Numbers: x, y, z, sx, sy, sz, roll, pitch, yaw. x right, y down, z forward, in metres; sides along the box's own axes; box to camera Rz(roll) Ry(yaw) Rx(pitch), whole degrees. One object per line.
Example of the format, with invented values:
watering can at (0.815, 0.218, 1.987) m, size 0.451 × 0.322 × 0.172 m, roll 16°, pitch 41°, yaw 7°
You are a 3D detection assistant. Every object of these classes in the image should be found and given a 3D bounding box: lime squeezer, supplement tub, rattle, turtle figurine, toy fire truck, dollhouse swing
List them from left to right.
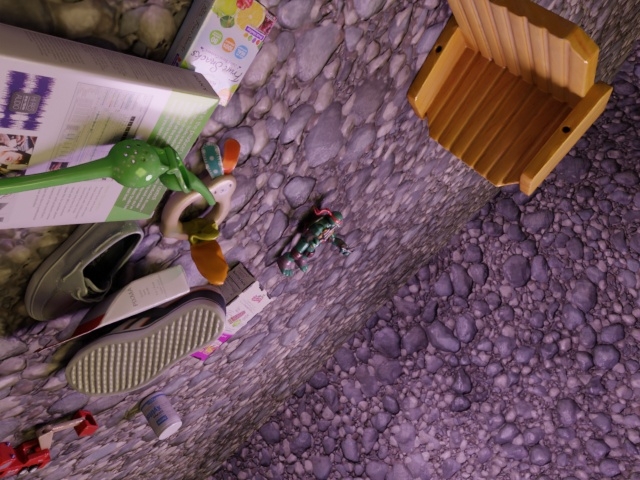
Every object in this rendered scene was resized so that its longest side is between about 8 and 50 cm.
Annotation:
toy fire truck at (-0.591, 0.429, 0.931) m, size 0.135 × 0.047 × 0.192 m, roll -46°, pitch 156°, yaw 1°
lime squeezer at (-0.208, -0.071, 0.537) m, size 0.110 × 0.058 × 0.310 m, roll -45°, pitch 161°, yaw 25°
supplement tub at (-0.430, 0.468, 1.184) m, size 0.071 × 0.107 × 0.071 m, roll -36°, pitch 155°, yaw -20°
rattle at (-0.170, -0.049, 0.728) m, size 0.199 × 0.142 × 0.130 m, roll -46°, pitch 139°, yaw 18°
turtle figurine at (0.000, 0.000, 1.111) m, size 0.175 × 0.118 × 0.234 m, roll 12°, pitch 137°, yaw -46°
dollhouse swing at (0.326, -0.288, 0.873) m, size 0.305 × 0.347 × 0.315 m, roll -15°, pitch 143°, yaw -51°

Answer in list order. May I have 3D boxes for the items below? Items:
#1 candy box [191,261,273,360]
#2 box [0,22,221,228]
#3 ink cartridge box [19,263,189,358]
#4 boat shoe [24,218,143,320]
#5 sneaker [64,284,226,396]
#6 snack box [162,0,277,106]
candy box at (-0.239, 0.174, 1.059) m, size 0.233 × 0.071 × 0.159 m, roll -40°, pitch 156°, yaw -10°
box at (-0.295, -0.105, 0.478) m, size 0.322 × 0.058 × 0.232 m, roll -7°, pitch 147°, yaw -52°
ink cartridge box at (-0.346, 0.112, 0.699) m, size 0.225 × 0.056 × 0.181 m, roll -19°, pitch 178°, yaw -43°
boat shoe at (-0.349, 0.048, 0.653) m, size 0.227 × 0.081 × 0.079 m, roll -49°, pitch 157°, yaw 7°
sneaker at (-0.327, 0.191, 0.865) m, size 0.321 × 0.127 × 0.126 m, roll -24°, pitch 111°, yaw 1°
snack box at (-0.131, -0.253, 0.569) m, size 0.141 × 0.037 × 0.100 m, roll -52°, pitch 154°, yaw 20°
